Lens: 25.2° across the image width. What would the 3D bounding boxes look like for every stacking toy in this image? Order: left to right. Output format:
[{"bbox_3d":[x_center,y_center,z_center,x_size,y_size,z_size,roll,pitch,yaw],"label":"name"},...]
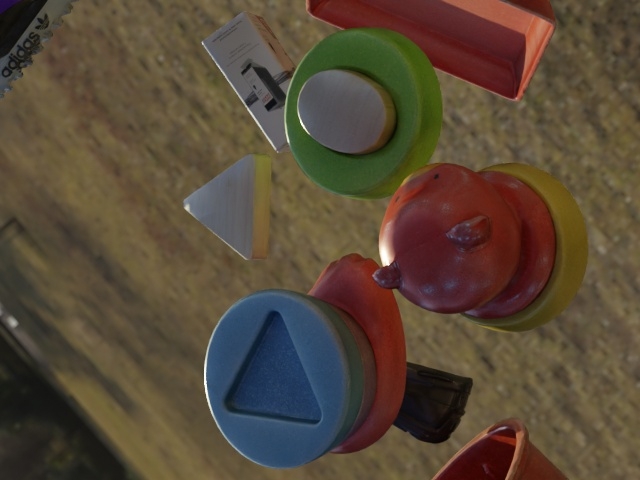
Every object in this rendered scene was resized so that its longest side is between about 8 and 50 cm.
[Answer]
[{"bbox_3d":[0.000,0.000,1.039,0.130,0.309,0.279,-1,-127,-55],"label":"stacking toy"}]

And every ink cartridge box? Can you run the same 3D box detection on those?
[{"bbox_3d":[-0.052,-0.161,1.460,0.135,0.056,0.099,55,-170,1],"label":"ink cartridge box"}]

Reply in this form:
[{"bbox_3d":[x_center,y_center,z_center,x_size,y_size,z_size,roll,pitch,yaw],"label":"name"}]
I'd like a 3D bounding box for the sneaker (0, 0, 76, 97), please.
[{"bbox_3d":[-0.229,-0.249,1.077,0.146,0.293,0.102,37,172,-21],"label":"sneaker"}]

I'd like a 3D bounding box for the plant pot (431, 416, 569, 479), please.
[{"bbox_3d":[0.188,0.338,1.215,0.265,0.272,0.272,38,161,-3],"label":"plant pot"}]

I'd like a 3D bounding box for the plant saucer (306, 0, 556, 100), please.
[{"bbox_3d":[0.111,-0.246,1.467,0.259,0.047,0.258,23,169,4],"label":"plant saucer"}]

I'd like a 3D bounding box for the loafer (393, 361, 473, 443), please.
[{"bbox_3d":[0.036,0.107,1.328,0.223,0.078,0.076,28,179,14],"label":"loafer"}]
